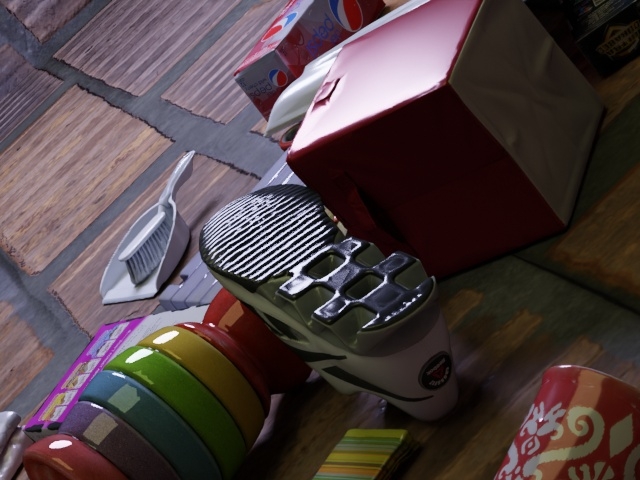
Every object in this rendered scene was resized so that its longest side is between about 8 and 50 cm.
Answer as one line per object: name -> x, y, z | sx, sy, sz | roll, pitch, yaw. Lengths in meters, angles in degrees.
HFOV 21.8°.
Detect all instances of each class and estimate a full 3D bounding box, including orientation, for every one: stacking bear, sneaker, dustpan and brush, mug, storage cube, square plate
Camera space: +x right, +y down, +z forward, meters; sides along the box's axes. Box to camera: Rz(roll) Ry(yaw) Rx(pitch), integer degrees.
stacking bear -> -0.113, 0.147, 1.495 | 0.289, 0.164, 0.175 | -46, 27, -25
sneaker -> 0.004, 0.060, 1.423 | 0.122, 0.146, 0.330 | -33, 34, -13
dustpan and brush -> -0.201, -0.021, 2.079 | 0.147, 0.060, 0.211 | -10, 38, 54
mug -> 0.155, 0.188, 1.056 | 0.113, 0.150, 0.169 | 23, 66, 27
storage cube -> 0.118, -0.101, 1.516 | 0.193, 0.183, 0.215 | -23, 28, 39
square plate -> 0.129, -0.243, 1.766 | 0.347, 0.049, 0.344 | -26, 9, 30

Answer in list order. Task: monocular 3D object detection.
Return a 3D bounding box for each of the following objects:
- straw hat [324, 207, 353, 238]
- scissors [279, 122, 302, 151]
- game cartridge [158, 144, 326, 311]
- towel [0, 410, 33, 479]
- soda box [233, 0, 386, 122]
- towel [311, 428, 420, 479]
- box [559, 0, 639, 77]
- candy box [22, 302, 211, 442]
straw hat -> 0.000, 0.000, 1.596 | 0.144, 0.061, 0.144 | 14, -90, -83
scissors -> 0.062, -0.168, 1.970 | 0.297, 0.021, 0.109 | -15, 32, 47
game cartridge -> -0.004, -0.043, 1.791 | 0.355, 0.068, 0.230 | -50, 27, -19
towel -> -0.499, 0.348, 1.909 | 0.332, 0.053, 0.317 | -21, 30, 45
soda box -> -0.012, -0.259, 2.136 | 0.083, 0.092, 0.263 | -25, 22, 38
towel -> -0.014, 0.246, 1.317 | 0.237, 0.021, 0.102 | -53, 18, -22
box -> 0.340, -0.271, 1.635 | 0.220, 0.051, 0.175 | -36, 22, 16
candy box -> -0.187, 0.153, 1.713 | 0.233, 0.071, 0.159 | -14, 35, 52
